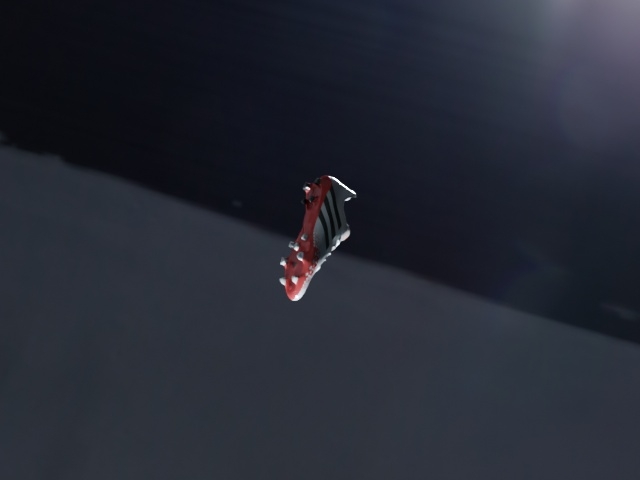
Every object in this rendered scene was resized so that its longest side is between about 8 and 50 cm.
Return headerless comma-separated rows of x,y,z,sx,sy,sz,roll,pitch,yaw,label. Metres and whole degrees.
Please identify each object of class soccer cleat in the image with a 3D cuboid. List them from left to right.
0.000,0.000,0.871,0.029,0.035,0.083,-17,-125,58,soccer cleat
